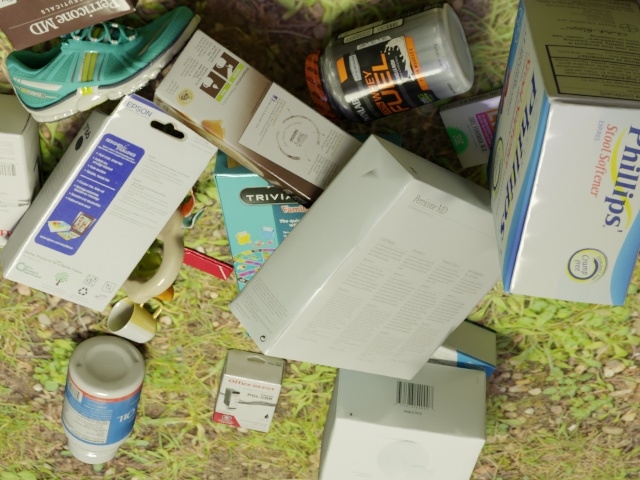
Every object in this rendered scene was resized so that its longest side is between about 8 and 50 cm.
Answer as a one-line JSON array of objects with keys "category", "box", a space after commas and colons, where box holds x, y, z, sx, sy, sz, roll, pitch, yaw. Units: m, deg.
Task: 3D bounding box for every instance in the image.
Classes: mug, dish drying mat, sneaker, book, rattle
[{"category": "mug", "box": [-0.285, 0.128, 2.005, 0.078, 0.062, 0.064, -23, 137, 34]}, {"category": "dish drying mat", "box": [-0.174, 0.036, 1.937, 0.083, 0.008, 0.032, 23, 133, -17]}, {"category": "sneaker", "box": [-0.279, -0.235, 1.617, 0.275, 0.107, 0.110, -19, 117, 20]}, {"category": "book", "box": [0.241, -0.157, 1.691, 0.144, 0.035, 0.096, -15, 126, 20]}, {"category": "rattle", "box": [-0.202, 0.008, 1.872, 0.142, 0.130, 0.200, 31, 104, -37]}]

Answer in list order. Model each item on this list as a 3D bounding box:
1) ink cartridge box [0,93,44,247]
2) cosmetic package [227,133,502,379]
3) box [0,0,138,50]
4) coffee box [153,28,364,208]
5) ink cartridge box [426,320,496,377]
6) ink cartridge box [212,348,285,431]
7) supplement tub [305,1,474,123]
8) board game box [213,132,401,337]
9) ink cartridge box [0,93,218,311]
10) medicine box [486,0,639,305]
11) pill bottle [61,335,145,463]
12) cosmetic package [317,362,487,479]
[{"category": "ink cartridge box", "box": [-0.471, -0.097, 1.775, 0.158, 0.092, 0.218, 6, 133, 0]}, {"category": "cosmetic package", "box": [0.095, 0.036, 1.663, 0.284, 0.097, 0.377, -48, 150, 15]}, {"category": "box", "box": [-0.312, -0.360, 1.443, 0.168, 0.167, 0.203, -15, 132, 19]}, {"category": "coffee box", "box": [-0.081, -0.147, 1.601, 0.246, 0.141, 0.098, 34, 86, -7]}, {"category": "ink cartridge box", "box": [0.170, 0.202, 2.018, 0.139, 0.082, 0.191, 22, 132, -16]}, {"category": "ink cartridge box", "box": [-0.119, 0.249, 2.109, 0.099, 0.056, 0.135, 11, 135, -4]}, {"category": "supplement tub", "box": [0.085, -0.215, 1.585, 0.190, 0.117, 0.117, -16, 131, 20]}, {"category": "board game box", "box": [0.000, 0.000, 1.834, 0.253, 0.079, 0.336, -1, 134, 6]}, {"category": "ink cartridge box", "box": [-0.287, -0.060, 1.755, 0.165, 0.065, 0.333, 25, 115, -33]}, {"category": "medicine box", "box": [0.299, -0.114, 1.513, 0.149, 0.289, 0.263, 6, 123, -1]}, {"category": "pill bottle", "box": [-0.362, 0.269, 2.107, 0.124, 0.124, 0.221, 12, 136, -6]}, {"category": "cosmetic package", "box": [0.122, 0.301, 1.966, 0.224, 0.138, 0.225, 9, 135, -3]}]
